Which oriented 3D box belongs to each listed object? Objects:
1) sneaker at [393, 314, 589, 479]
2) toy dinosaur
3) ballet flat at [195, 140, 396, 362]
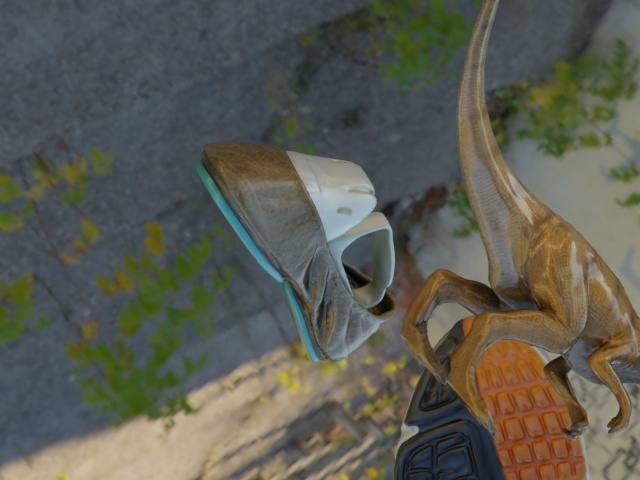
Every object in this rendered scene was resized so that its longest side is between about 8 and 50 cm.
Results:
[{"bbox_3d":[0.101,0.147,0.672,0.121,0.099,0.262,-75,156,-64],"label":"sneaker"},{"bbox_3d":[0.083,0.011,0.482,0.112,0.211,0.064,-39,-171,-5],"label":"toy dinosaur"},{"bbox_3d":[0.000,0.000,1.079,0.124,0.116,0.342,-27,143,0],"label":"ballet flat"}]
